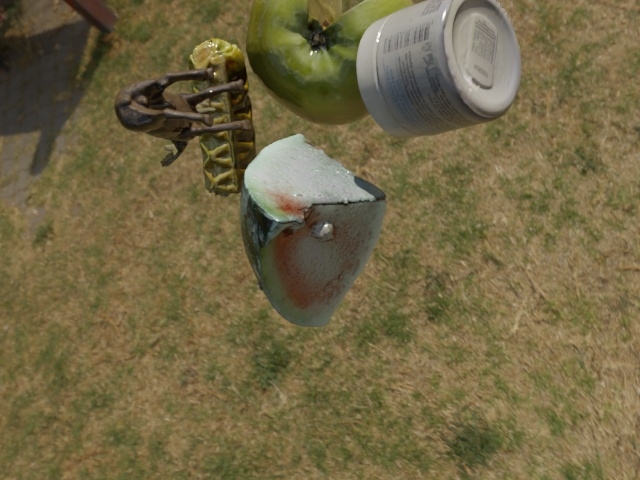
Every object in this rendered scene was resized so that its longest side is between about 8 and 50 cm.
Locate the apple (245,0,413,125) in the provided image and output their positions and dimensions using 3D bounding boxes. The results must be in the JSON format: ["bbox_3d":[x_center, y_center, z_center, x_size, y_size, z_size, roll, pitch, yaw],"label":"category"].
[{"bbox_3d":[0.017,-0.338,1.179,0.291,0.254,0.292,4,106,12],"label":"apple"}]

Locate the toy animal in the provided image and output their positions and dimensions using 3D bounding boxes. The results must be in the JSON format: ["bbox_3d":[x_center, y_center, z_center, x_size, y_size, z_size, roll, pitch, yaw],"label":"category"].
[{"bbox_3d":[-0.178,-0.152,0.844,0.186,0.214,0.094,-11,87,20],"label":"toy animal"}]

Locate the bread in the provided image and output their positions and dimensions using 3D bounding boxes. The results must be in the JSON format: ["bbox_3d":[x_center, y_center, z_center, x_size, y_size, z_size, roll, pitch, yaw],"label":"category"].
[{"bbox_3d":[-0.166,-0.211,1.214,0.098,0.270,0.087,-3,23,3],"label":"bread"}]

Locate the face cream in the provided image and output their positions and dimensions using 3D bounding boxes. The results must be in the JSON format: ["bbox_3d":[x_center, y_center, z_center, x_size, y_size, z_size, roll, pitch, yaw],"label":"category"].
[{"bbox_3d":[0.161,-0.235,0.951,0.153,0.177,0.177,-4,64,48],"label":"face cream"}]

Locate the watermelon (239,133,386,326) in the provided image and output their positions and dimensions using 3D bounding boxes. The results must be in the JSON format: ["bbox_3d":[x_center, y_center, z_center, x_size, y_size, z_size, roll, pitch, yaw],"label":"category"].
[{"bbox_3d":[0.000,0.000,1.039,0.213,0.320,0.290,-10,106,6],"label":"watermelon"}]
